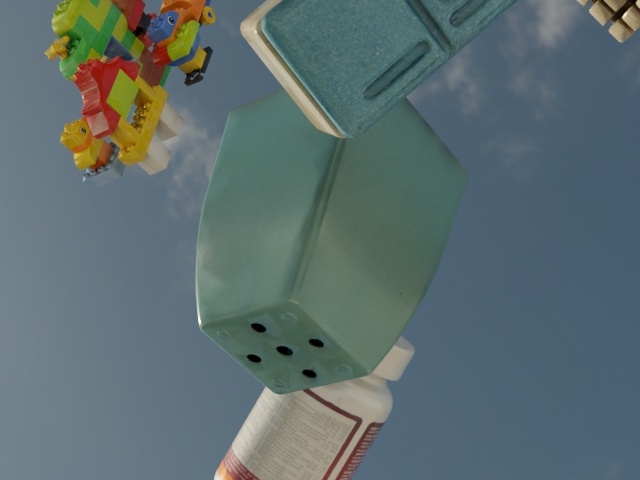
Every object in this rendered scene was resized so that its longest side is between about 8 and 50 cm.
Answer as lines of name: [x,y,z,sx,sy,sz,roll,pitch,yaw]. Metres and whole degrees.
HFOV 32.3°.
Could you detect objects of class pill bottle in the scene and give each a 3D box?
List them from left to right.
pill bottle: [-0.004,0.177,1.097,0.121,0.121,0.221,27,-83,-26]

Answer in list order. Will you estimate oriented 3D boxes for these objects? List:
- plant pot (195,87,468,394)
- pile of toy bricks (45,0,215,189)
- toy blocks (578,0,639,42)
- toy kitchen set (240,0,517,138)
plant pot: [0.000,0.000,0.937,0.165,0.234,0.165,-18,-49,36]
pile of toy bricks: [-0.150,-0.143,0.782,0.118,0.212,0.105,-18,-46,33]
toy blocks: [0.247,-0.245,0.723,0.381,0.191,0.261,45,-115,2]
toy kitchen set: [0.002,-0.139,0.314,0.122,0.166,0.207,-41,-73,-3]
